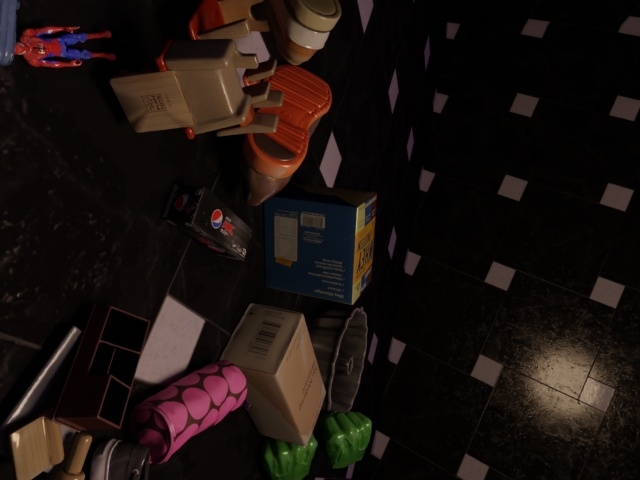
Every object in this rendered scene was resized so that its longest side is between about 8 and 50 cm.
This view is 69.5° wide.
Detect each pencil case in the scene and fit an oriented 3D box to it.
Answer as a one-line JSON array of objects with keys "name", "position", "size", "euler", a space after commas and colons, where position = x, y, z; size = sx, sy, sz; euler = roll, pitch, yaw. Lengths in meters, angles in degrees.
[{"name": "pencil case", "position": [-0.195, 0.260, 0.710], "size": [0.098, 0.095, 0.209], "euler": [-64, 160, 12]}]

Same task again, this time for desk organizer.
[{"name": "desk organizer", "position": [-0.236, 0.137, 0.509], "size": [0.047, 0.050, 0.130], "euler": [72, 16, -51]}]

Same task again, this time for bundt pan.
[{"name": "bundt pan", "position": [0.028, 0.335, 1.284], "size": [0.331, 0.124, 0.330], "euler": [8, 90, -69]}]

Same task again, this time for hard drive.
[{"name": "hard drive", "position": [-0.290, 0.172, 0.507], "size": [0.094, 0.022, 0.135], "euler": [73, 32, -49]}]

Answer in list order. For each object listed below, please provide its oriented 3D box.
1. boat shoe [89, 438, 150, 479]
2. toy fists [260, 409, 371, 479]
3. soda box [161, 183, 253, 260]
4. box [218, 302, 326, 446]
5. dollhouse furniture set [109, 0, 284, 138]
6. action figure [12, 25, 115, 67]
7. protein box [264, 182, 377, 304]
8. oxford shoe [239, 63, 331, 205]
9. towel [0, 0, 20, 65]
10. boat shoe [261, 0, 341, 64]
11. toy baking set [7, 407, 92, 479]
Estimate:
[{"name": "boat shoe", "position": [-0.244, 0.364, 0.608], "size": [0.080, 0.076, 0.228], "euler": [-89, 179, -78]}, {"name": "toy fists", "position": [-0.007, 0.486, 1.106], "size": [0.096, 0.280, 0.142], "euler": [-117, -154, -46]}, {"name": "soda box", "position": [-0.168, -0.024, 0.714], "size": [0.169, 0.053, 0.060], "euler": [52, 49, -64]}, {"name": "box", "position": [-0.086, 0.287, 0.960], "size": [0.311, 0.121, 0.147], "euler": [77, 28, -44]}, {"name": "dollhouse furniture set", "position": [-0.151, -0.248, 0.597], "size": [0.261, 0.135, 0.259], "euler": [78, 12, -44]}, {"name": "action figure", "position": [-0.254, -0.192, 0.457], "size": [0.115, 0.030, 0.038], "euler": [-44, 143, -56]}, {"name": "protein box", "position": [0.000, 0.000, 0.964], "size": [0.136, 0.200, 0.201], "euler": [-39, 134, -61]}, {"name": "oxford shoe", "position": [-0.075, -0.210, 0.855], "size": [0.132, 0.130, 0.363], "euler": [-56, -170, 44]}, {"name": "towel", "position": [-0.294, -0.183, 0.349], "size": [0.119, 0.029, 0.067], "euler": [3, 95, -71]}, {"name": "boat shoe", "position": [-0.060, -0.409, 0.716], "size": [0.103, 0.113, 0.302], "euler": [-46, -131, 49]}, {"name": "toy baking set", "position": [-0.323, 0.286, 0.424], "size": [0.197, 0.030, 0.256], "euler": [28, 72, -59]}]
